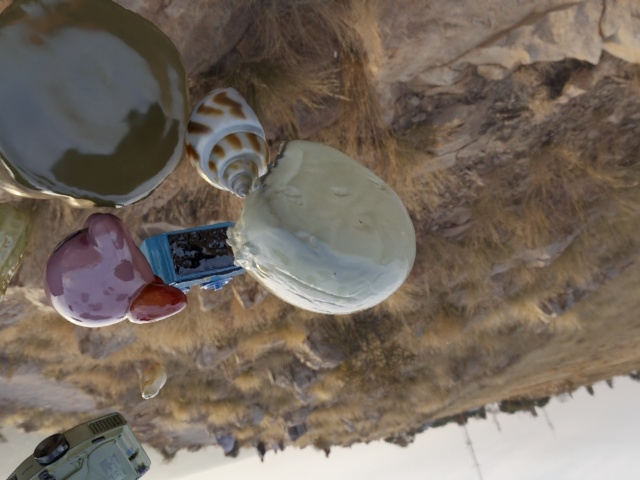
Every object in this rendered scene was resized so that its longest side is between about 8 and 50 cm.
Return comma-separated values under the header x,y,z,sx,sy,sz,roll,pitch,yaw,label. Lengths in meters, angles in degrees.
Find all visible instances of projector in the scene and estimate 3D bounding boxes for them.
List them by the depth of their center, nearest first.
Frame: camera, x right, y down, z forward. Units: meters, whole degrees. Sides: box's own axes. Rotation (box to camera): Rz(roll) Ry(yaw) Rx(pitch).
x,y,z,sx,sy,sz,roll,pitch,yaw,label
-0.502,0.485,0.952,0.270,0.193,0.088,-33,-152,-32,projector

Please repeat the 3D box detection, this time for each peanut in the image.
x,y,z,sx,sy,sz,roll,pitch,yaw,label
-0.681,0.066,0.915,0.147,0.305,0.147,19,170,4,peanut

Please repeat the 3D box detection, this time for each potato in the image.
x,y,z,sx,sy,sz,roll,pitch,yaw,label
-0.401,0.337,1.126,0.063,0.083,0.068,-16,131,3,potato

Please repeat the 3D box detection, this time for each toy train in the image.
x,y,z,sx,sy,sz,roll,pitch,yaw,label
-0.371,0.060,1.361,0.301,0.187,0.265,-13,170,-32,toy train

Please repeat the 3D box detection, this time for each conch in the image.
x,y,z,sx,sy,sz,roll,pitch,yaw,label
-0.190,-0.188,0.961,0.149,0.275,0.182,-33,148,-25,conch

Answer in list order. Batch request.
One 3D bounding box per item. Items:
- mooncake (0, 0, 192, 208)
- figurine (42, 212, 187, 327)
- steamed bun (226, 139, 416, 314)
x,y,z,sx,sy,sz,roll,pitch,yaw,label
-0.518,-0.292,1.016,0.263,0.466,0.467,8,176,39,mooncake
-0.466,0.092,1.011,0.211,0.261,0.270,-42,-154,-22,figurine
0.000,0.000,0.836,0.233,0.312,0.333,-54,-178,37,steamed bun
